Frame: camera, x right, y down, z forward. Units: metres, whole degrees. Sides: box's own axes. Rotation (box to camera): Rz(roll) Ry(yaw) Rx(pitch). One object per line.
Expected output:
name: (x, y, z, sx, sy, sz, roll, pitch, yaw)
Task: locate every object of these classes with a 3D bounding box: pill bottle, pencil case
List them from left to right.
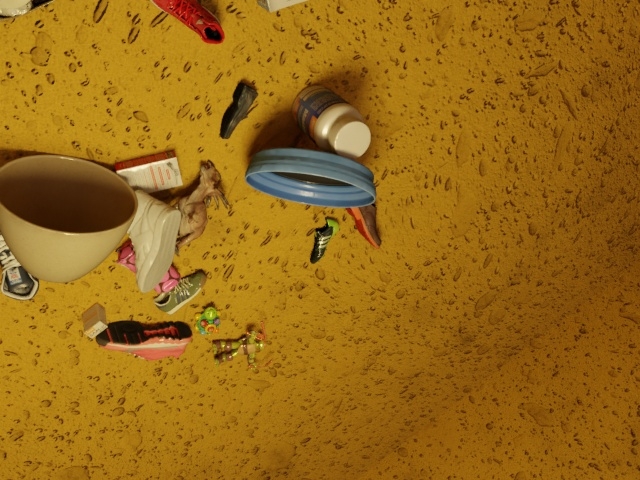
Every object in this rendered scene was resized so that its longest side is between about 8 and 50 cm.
pencil case: (-0.533, 0.085, 1.652, 0.209, 0.095, 0.098, 49, 57, -39)
pill bottle: (0.033, -0.338, 1.538, 0.152, 0.272, 0.152, -13, 126, -19)

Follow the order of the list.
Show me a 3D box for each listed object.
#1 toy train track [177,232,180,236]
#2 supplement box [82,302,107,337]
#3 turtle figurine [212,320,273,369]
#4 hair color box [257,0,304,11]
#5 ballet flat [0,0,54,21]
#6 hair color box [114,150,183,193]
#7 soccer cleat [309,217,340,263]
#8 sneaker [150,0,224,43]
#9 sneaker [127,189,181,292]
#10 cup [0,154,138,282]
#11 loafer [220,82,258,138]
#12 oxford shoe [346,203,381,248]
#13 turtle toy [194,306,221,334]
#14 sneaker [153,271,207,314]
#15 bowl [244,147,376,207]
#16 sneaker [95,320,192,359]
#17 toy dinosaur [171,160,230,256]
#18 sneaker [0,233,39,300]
toy train track: (-0.470, -0.029, 1.656, 0.083, 0.014, 0.048, 26, 107, -38)
supplement box: (-0.708, 0.250, 1.666, 0.062, 0.098, 0.036, -37, 131, 0)
turtle figurine: (-0.292, 0.393, 1.991, 0.217, 0.087, 0.270, -8, 134, -14)
hair color box: (-0.098, -0.774, 1.277, 0.185, 0.114, 0.375, -23, 128, -12)
ballet flat: (-0.593, -0.573, 1.155, 0.348, 0.123, 0.123, -29, 130, -8)
hair color box: (-0.487, -0.188, 1.514, 0.167, 0.053, 0.093, -16, 128, -16)
soccer cleat: (0.000, 0.000, 1.899, 0.072, 0.060, 0.179, 26, 101, -27)
sneaker: (-0.320, -0.562, 1.295, 0.221, 0.128, 0.087, 23, 108, -38)
sneaker: (-0.510, -0.003, 1.528, 0.108, 0.169, 0.293, -32, 149, -60)
cup: (-0.664, -0.033, 1.369, 0.331, 0.331, 0.237, 6, 128, -30)
loafer: (-0.233, -0.362, 1.524, 0.061, 0.062, 0.170, 15, 115, -40)
oxford shoe: (0.176, -0.076, 1.912, 0.098, 0.097, 0.271, -38, 131, -7)
turtle toy: (-0.393, 0.284, 1.875, 0.095, 0.066, 0.130, -6, 124, -24)
sneaker: (-0.469, 0.165, 1.755, 0.192, 0.064, 0.086, -42, 136, 8)
bowl: (-0.026, -0.181, 1.571, 0.391, 0.391, 0.077, 14, 81, -34)
sneaker: (-0.594, 0.358, 1.790, 0.313, 0.116, 0.136, 6, 120, -31)
toy dinosaur: (-0.378, -0.073, 1.605, 0.296, 0.127, 0.200, -57, 170, 34)
sneaker: (-0.832, 0.034, 1.418, 0.099, 0.153, 0.282, -20, 129, -15)
